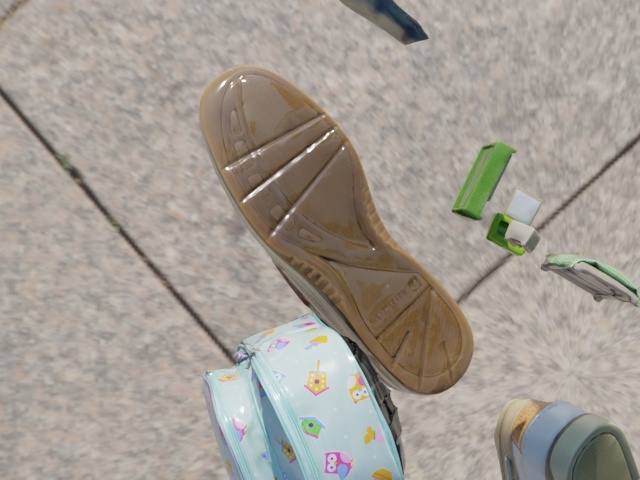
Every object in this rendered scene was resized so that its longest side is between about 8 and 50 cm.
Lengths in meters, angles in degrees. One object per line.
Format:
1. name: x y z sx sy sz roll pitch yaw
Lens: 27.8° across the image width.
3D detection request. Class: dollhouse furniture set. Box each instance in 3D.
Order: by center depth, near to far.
1. dollhouse furniture set: 0.175 -0.011 0.961 0.151 0.076 0.059 29 84 -9

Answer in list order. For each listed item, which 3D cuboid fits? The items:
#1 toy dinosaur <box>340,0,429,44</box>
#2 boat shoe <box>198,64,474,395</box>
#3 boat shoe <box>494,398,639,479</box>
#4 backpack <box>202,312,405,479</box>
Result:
1. toy dinosaur: -0.042 -0.208 0.600 0.118 0.064 0.268 -13 98 25
2. boat shoe: 0.000 0.000 1.177 0.123 0.123 0.342 -41 94 -20
3. boat shoe: 0.237 0.260 1.179 0.113 0.302 0.103 -34 35 -25
4. backpack: -0.010 0.151 1.031 0.144 0.188 0.166 -21 96 -16
